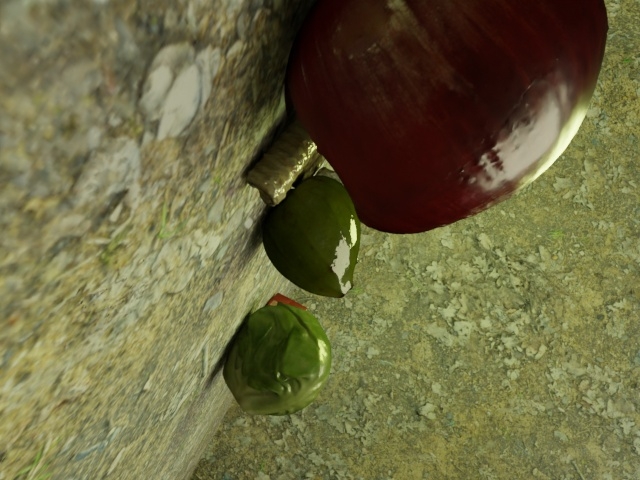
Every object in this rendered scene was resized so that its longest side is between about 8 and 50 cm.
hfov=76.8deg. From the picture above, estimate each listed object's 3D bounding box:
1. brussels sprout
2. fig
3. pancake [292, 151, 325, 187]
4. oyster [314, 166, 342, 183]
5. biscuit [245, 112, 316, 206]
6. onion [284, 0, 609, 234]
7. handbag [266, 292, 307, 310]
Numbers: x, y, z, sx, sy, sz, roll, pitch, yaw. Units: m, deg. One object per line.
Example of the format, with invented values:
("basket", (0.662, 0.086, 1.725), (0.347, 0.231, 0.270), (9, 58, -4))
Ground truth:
("brussels sprout", (-0.126, 0.343, 1.197), (0.328, 0.327, 0.247), (-60, 144, -20))
("fig", (0.000, 0.000, 0.776), (0.202, 0.225, 0.203), (-36, 180, 0))
("pancake", (0.013, -0.210, 0.787), (0.250, 0.031, 0.250), (-62, 180, -1))
("oyster", (-0.022, -0.104, 0.920), (0.200, 0.061, 0.106), (-48, -159, 31))
("biscuit", (-0.028, -0.142, 0.558), (0.055, 0.061, 0.219), (0, -128, 45))
("onion", (0.134, -0.186, 0.451), (0.342, 0.340, 0.341), (-61, 177, -6))
("handbag", (-0.179, 0.327, 1.508), (0.171, 0.150, 0.298), (-66, 168, 15))
